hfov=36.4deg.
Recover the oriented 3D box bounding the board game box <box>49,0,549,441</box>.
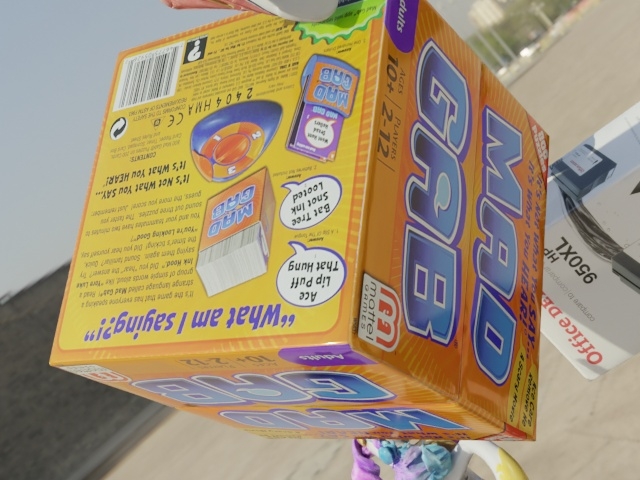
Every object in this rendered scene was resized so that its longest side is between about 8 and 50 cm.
[{"bbox_3d":[0.000,0.000,1.025,0.356,0.356,0.356,-8,64,35],"label":"board game box"}]

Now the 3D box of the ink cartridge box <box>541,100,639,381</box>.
[{"bbox_3d":[0.476,-0.010,1.478,0.395,0.285,0.166,-37,22,21],"label":"ink cartridge box"}]

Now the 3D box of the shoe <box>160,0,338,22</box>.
[{"bbox_3d":[-0.077,-0.229,0.848,0.081,0.178,0.064,-9,69,63],"label":"shoe"}]

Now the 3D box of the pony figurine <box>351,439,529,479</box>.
[{"bbox_3d":[0.129,0.371,1.253,0.302,0.363,0.351,20,-88,-49],"label":"pony figurine"}]
